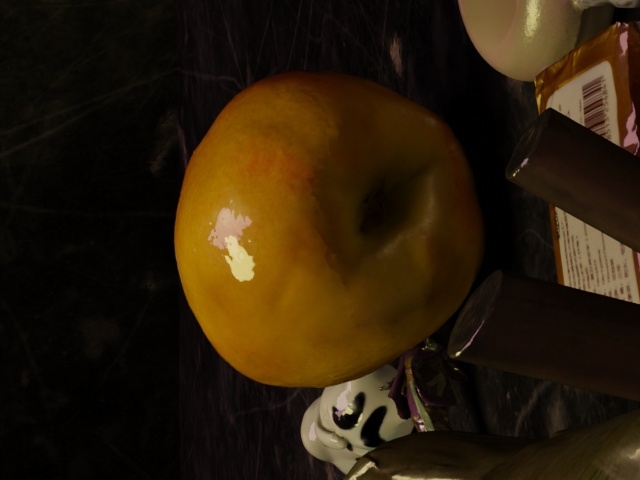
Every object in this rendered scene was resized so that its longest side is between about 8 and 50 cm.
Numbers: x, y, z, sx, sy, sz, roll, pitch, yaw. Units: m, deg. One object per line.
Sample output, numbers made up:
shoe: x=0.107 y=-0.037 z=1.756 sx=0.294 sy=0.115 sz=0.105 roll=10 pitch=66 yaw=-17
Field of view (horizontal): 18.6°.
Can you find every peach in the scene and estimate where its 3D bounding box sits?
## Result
peach: x=-0.005 y=-0.002 z=1.808 sx=0.308 sy=0.289 sz=0.289 roll=-27 pitch=69 yaw=62

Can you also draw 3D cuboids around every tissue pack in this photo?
tissue pack: x=0.214 y=-0.022 z=1.311 sx=0.183 sy=0.092 sz=0.226 roll=145 pitch=117 yaw=-75

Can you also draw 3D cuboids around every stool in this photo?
stool: x=0.202 y=-0.010 z=0.931 sx=0.272 sy=0.178 sz=0.272 roll=-55 pitch=8 yaw=11

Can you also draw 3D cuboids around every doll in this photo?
doll: x=0.045 y=0.193 z=2.121 sx=0.107 sy=0.110 sz=0.181 roll=-58 pitch=-1 yaw=-20

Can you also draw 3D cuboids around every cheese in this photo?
cheese: x=0.178 y=-0.199 z=1.431 sx=0.286 sy=0.082 sz=0.163 roll=-168 pitch=72 yaw=-74

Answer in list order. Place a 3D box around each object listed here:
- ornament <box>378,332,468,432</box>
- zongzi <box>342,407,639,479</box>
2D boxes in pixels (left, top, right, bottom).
ornament: x=0.104 y=0.130 z=1.882 sx=0.081 sy=0.088 sz=0.203 roll=115 pitch=149 yaw=-64
zongzi: x=0.161 y=0.158 z=1.296 sx=0.356 sy=0.174 sz=0.393 roll=32 pitch=128 yaw=42
